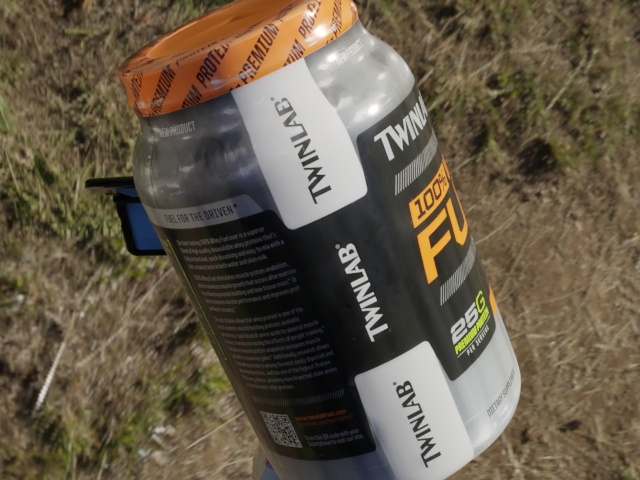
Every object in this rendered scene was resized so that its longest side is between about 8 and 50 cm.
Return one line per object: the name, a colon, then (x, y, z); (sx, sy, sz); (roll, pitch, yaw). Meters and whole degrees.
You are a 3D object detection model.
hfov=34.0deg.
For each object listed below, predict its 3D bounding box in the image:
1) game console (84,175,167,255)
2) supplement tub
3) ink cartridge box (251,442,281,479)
game console: (-0.172, -0.025, 1.098); (0.122, 0.107, 0.071); (-2, 82, 19)
supplement tub: (0.000, 0.000, 0.699); (0.193, 0.193, 0.316); (-32, 113, -19)
ink cartridge box: (-0.010, 0.223, 1.082); (0.104, 0.181, 0.062); (13, 36, -11)
